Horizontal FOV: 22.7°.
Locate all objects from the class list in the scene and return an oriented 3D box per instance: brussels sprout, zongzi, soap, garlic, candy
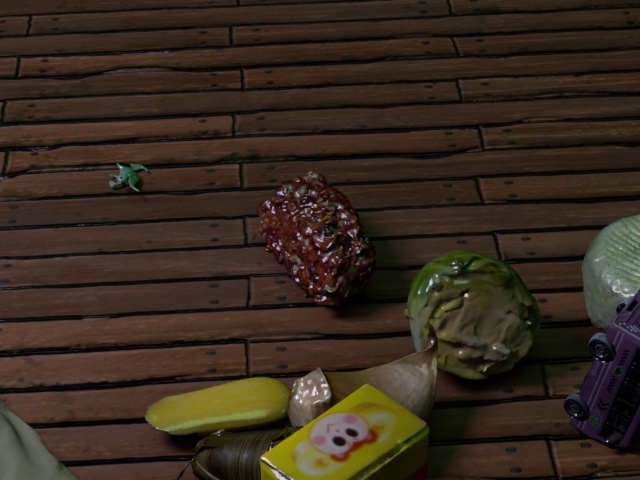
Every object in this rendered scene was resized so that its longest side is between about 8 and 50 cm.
[{"bbox_3d":[0.172,0.083,1.853,0.149,0.151,0.122,-29,9,4],"label":"brussels sprout"},{"bbox_3d":[-0.069,0.287,1.656,0.084,0.184,0.187,7,-11,-42],"label":"zongzi"},{"bbox_3d":[-0.114,0.188,1.791,0.169,0.033,0.089,-8,24,-8],"label":"soap"},{"bbox_3d":[0.047,0.187,1.736,0.207,0.128,0.115,-19,-6,-44],"label":"garlic"},{"bbox_3d":[0.023,0.282,1.473,0.146,0.276,0.088,-31,48,-31],"label":"candy"}]

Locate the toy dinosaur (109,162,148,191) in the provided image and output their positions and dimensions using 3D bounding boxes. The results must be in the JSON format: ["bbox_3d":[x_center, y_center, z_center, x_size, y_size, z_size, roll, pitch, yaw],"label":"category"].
[{"bbox_3d":[-0.253,-0.085,2.160,0.083,0.021,0.062,30,34,35],"label":"toy dinosaur"}]

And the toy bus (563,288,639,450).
[{"bbox_3d":[0.336,0.146,1.726,0.098,0.178,0.087,31,47,17],"label":"toy bus"}]

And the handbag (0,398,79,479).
[{"bbox_3d":[-0.427,0.263,1.646,0.316,0.109,0.253,-25,47,-36],"label":"handbag"}]

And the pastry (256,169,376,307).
[{"bbox_3d":[0.000,-0.002,1.981,0.097,0.115,0.208,-8,35,-28],"label":"pastry"}]

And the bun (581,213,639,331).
[{"bbox_3d":[0.408,0.056,1.884,0.195,0.118,0.195,-6,38,4],"label":"bun"}]
